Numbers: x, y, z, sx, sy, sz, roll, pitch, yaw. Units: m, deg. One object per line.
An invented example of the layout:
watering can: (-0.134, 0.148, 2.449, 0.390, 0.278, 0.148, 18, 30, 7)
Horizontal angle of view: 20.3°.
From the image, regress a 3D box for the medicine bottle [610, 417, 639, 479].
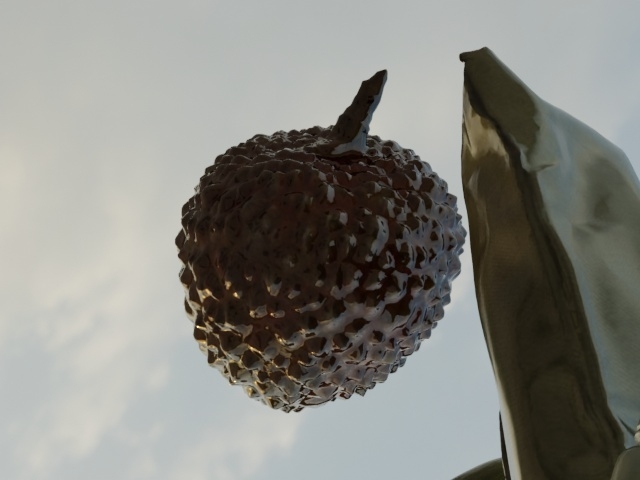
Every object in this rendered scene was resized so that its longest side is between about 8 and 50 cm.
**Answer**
medicine bottle: (0.111, 0.090, 0.560, 0.047, 0.047, 0.083, -2, -119, 50)

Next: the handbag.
handbag: (0.142, 0.095, 0.789, 0.109, 0.316, 0.253, -16, -126, 14)

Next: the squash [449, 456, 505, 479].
squash: (0.051, 0.203, 1.097, 0.258, 0.069, 0.069, -33, -145, 0)

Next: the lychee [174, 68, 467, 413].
lychee: (0.000, 0.000, 1.002, 0.165, 0.165, 0.197, 35, -59, 57)
